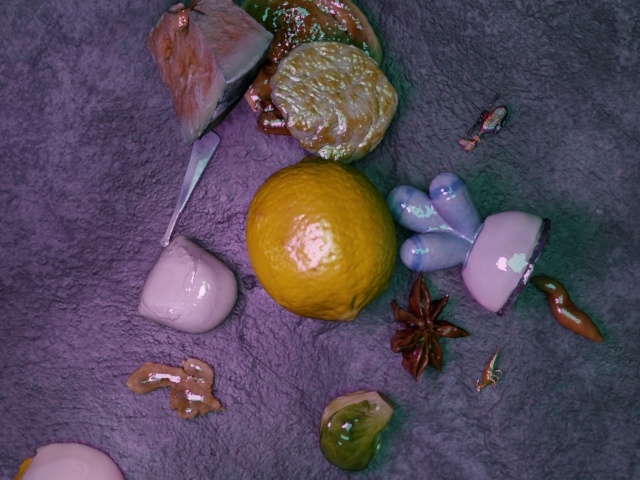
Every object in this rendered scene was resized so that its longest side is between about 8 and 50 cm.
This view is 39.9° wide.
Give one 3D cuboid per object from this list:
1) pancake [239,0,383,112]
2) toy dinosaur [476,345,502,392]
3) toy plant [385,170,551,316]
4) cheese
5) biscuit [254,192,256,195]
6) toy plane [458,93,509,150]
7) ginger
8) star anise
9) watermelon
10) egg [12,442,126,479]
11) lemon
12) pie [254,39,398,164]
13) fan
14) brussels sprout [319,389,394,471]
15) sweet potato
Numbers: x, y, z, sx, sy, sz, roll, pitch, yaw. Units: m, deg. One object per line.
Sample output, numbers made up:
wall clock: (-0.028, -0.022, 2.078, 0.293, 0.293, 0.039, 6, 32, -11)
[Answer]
pancake: (-0.037, -0.413, 1.944, 0.356, 0.065, 0.356, 0, 91, -2)
toy dinosaur: (0.380, 0.289, 1.932, 0.041, 0.026, 0.113, 31, 98, 18)
toy plant: (0.287, -0.015, 1.856, 0.332, 0.247, 0.247, 27, 89, 6)
cheese: (-0.274, 0.109, 1.885, 0.189, 0.154, 0.198, 27, 92, 21)
biscuit: (-0.104, -0.081, 1.959, 0.091, 0.015, 0.078, 5, 90, 1)
toy plane: (0.368, -0.255, 1.947, 0.060, 0.037, 0.145, 40, 88, 6)
ginger: (-0.320, 0.327, 1.928, 0.214, 0.059, 0.133, -5, 84, -1)
star anise: (0.219, 0.197, 1.899, 0.196, 0.111, 0.212, 31, 58, -17)
watermelon: (-0.224, -0.372, 1.853, 0.151, 0.264, 0.302, -12, 70, -35)
egg: (-0.542, 0.580, 1.868, 0.264, 0.174, 0.286, -1, 85, -3)
lemon: (-0.001, -0.002, 1.816, 0.336, 0.336, 0.336, 0, 88, 1)
pie: (0.020, -0.297, 1.872, 0.274, 0.105, 0.257, 28, 88, -9)
fan: (-0.300, -0.116, 1.962, 0.057, 0.023, 0.282, 24, 87, 0)
brussels sprout: (0.071, 0.401, 1.883, 0.145, 0.131, 0.183, 19, 93, -4)
sweet potato: (0.538, 0.153, 1.922, 0.202, 0.055, 0.058, 49, 53, 4)
